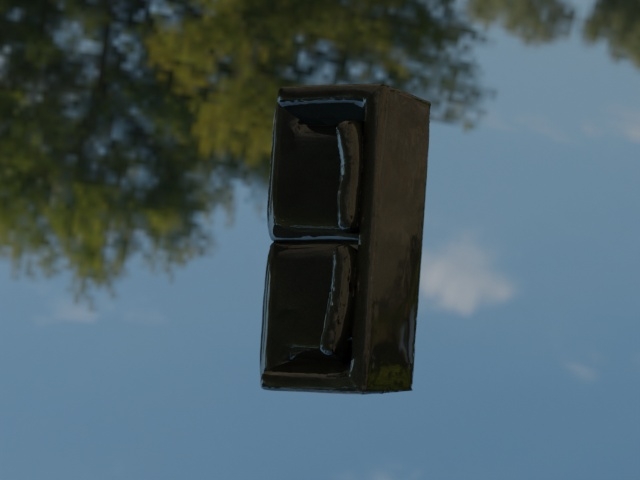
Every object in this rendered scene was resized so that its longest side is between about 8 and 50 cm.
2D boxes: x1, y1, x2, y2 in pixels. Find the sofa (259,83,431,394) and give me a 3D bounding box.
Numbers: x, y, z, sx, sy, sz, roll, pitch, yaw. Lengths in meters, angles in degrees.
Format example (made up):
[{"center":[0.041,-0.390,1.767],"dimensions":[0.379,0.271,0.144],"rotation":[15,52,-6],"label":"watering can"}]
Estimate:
[{"center":[0.000,0.000,0.846],"dimensions":[0.085,0.147,0.060],"rotation":[2,176,36],"label":"sofa"}]
